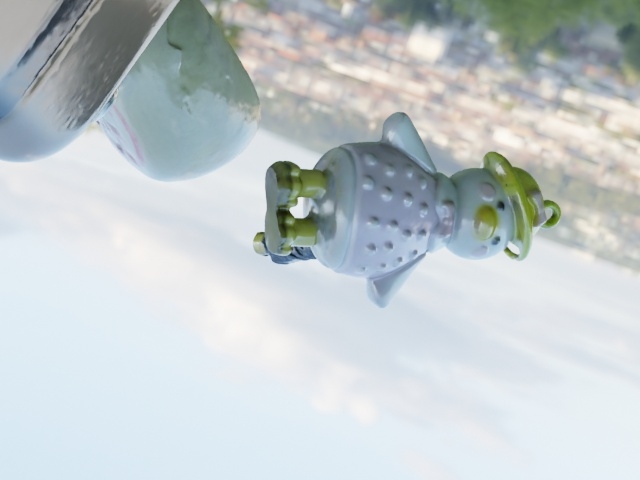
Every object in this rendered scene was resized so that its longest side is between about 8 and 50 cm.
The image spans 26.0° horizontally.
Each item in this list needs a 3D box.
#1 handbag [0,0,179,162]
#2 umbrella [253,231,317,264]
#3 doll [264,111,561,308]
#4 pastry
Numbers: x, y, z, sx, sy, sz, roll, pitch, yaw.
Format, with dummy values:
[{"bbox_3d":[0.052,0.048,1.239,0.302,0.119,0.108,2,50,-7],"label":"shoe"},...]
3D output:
[{"bbox_3d":[-0.142,-0.184,0.738,0.149,0.302,0.283,25,162,16],"label":"handbag"},{"bbox_3d":[0.000,0.000,1.135,0.144,0.037,0.040,-3,135,42],"label":"umbrella"},{"bbox_3d":[0.062,-0.019,0.900,0.207,0.129,0.081,1,-168,-19],"label":"doll"},{"bbox_3d":[-0.174,-0.172,1.371,0.265,0.133,0.265,51,169,14],"label":"pastry"}]
